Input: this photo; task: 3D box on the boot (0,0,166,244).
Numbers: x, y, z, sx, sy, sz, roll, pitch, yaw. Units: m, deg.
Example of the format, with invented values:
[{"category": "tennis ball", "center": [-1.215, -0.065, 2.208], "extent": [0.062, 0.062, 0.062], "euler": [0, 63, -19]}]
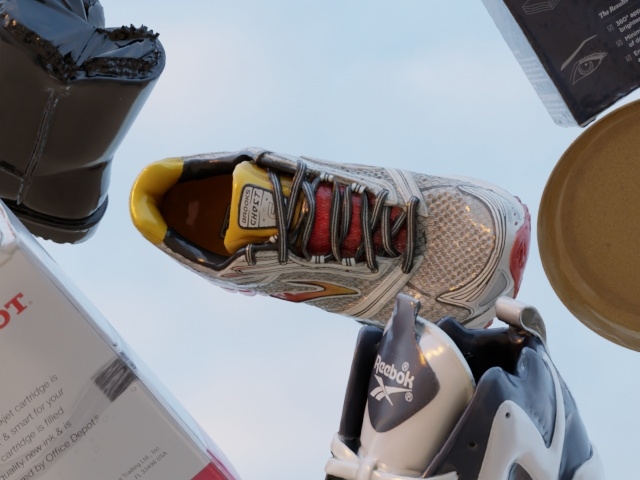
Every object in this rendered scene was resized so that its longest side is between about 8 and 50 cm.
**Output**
[{"category": "boot", "center": [-0.250, -0.110, 1.404], "extent": [0.246, 0.094, 0.207], "euler": [17, -44, -7]}]

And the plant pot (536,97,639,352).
[{"category": "plant pot", "center": [0.289, -0.016, 1.513], "extent": [0.236, 0.032, 0.236], "euler": [2, -63, 4]}]

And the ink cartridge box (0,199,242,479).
[{"category": "ink cartridge box", "center": [-0.166, 0.104, 1.019], "extent": [0.158, 0.092, 0.218], "euler": [-39, -61, -2]}]

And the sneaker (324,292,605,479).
[{"category": "sneaker", "center": [0.023, 0.104, 0.808], "extent": [0.094, 0.235, 0.153], "euler": [26, -46, 53]}]

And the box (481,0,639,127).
[{"category": "box", "center": [0.230, -0.200, 1.586], "extent": [0.156, 0.093, 0.158], "euler": [-32, -84, -3]}]

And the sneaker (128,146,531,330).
[{"category": "sneaker", "center": [0.000, 0.000, 0.953], "extent": [0.225, 0.088, 0.092], "euler": [4, -9, 33]}]
